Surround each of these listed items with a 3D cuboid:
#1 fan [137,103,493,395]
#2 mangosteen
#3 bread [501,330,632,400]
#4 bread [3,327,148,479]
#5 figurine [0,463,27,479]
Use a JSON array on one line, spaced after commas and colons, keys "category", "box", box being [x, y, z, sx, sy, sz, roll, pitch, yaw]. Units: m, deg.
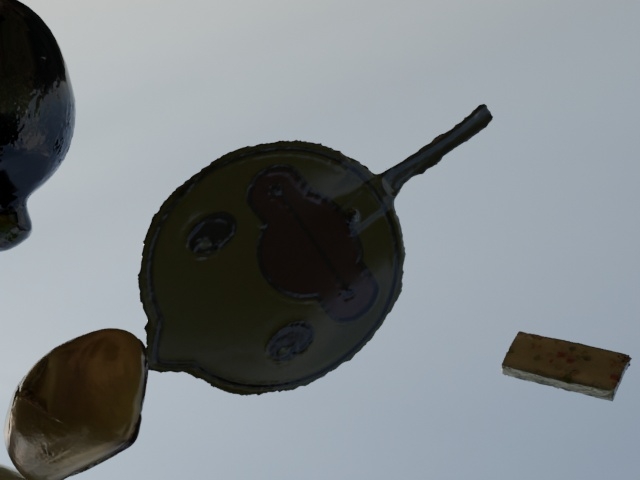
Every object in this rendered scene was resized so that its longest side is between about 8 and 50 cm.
[{"category": "fan", "box": [0.000, -0.001, 1.296, 0.335, 0.229, 0.011, -36, -145, -2]}, {"category": "mangosteen", "box": [-0.332, -0.103, 1.479, 0.243, 0.242, 0.243, -8, -162, 3]}, {"category": "bread", "box": [0.306, 0.155, 2.076, 0.154, 0.028, 0.068, 13, -131, 24]}, {"category": "bread", "box": [-0.152, 0.096, 0.983, 0.056, 0.082, 0.115, 26, 146, -33]}, {"category": "figurine", "box": [-0.366, 0.271, 1.229, 0.394, 0.274, 0.226, 15, 158, 7]}]
